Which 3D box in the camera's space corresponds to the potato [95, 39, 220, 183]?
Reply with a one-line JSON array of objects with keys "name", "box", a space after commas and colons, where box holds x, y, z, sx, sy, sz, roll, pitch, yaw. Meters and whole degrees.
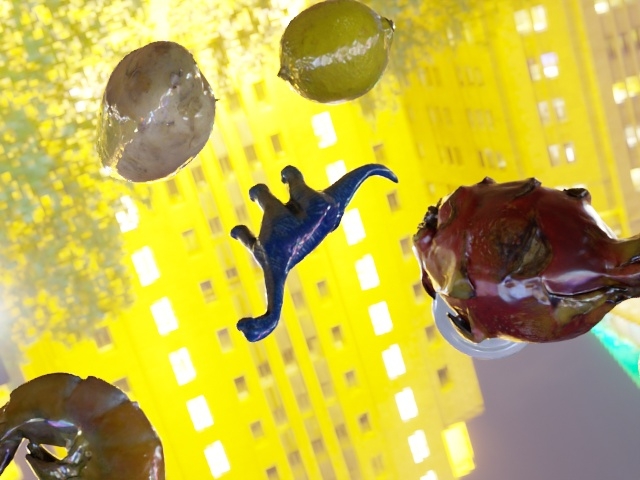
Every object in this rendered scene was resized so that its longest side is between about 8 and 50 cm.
[{"name": "potato", "box": [-0.203, -0.148, 1.347, 0.128, 0.235, 0.161, -1, -133, -31]}]

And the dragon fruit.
[{"name": "dragon fruit", "box": [0.179, 0.016, 0.784, 0.246, 0.125, 0.125, -3, -120, 40]}]

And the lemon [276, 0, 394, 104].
[{"name": "lemon", "box": [0.016, -0.196, 1.136, 0.133, 0.109, 0.109, -22, -162, 4]}]

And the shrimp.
[{"name": "shrimp", "box": [-0.219, 0.203, 0.826, 0.248, 0.150, 0.068, -45, 162, 10]}]

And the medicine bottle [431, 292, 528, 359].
[{"name": "medicine bottle", "box": [0.233, 0.025, 1.409, 0.130, 0.130, 0.341, -11, -164, 20]}]

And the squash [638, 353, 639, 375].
[{"name": "squash", "box": [0.448, 0.149, 1.162, 0.218, 0.218, 0.172, 8, -115, 53]}]

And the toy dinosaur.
[{"name": "toy dinosaur", "box": [0.000, 0.000, 1.141, 0.248, 0.075, 0.188, -21, -136, -15]}]
